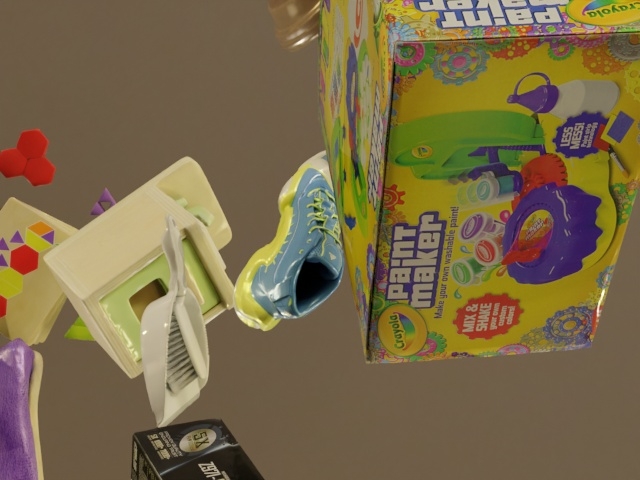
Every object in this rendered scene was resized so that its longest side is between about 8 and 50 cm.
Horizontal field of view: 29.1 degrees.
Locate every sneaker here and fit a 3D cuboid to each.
[{"bbox_3d":[0.000,0.000,1.398,0.091,0.240,0.126,39,-23,-32],"label":"sneaker"}]

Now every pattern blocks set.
[{"bbox_3d":[-0.417,0.040,1.721,0.285,0.026,0.325,43,-94,-9],"label":"pattern blocks set"}]

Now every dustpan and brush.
[{"bbox_3d":[-0.154,0.079,1.308,0.060,0.147,0.211,-15,-85,14],"label":"dustpan and brush"}]

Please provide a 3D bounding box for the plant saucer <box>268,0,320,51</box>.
[{"bbox_3d":[0.037,-0.295,1.119,0.041,0.278,0.278,35,-56,-17],"label":"plant saucer"}]

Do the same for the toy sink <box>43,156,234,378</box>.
[{"bbox_3d":[-0.199,0.033,1.555,0.131,0.234,0.153,36,-24,45],"label":"toy sink"}]

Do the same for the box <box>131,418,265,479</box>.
[{"bbox_3d":[-0.090,0.254,0.952,0.077,0.147,0.180,-6,-65,-25],"label":"box"}]

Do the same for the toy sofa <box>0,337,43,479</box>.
[{"bbox_3d":[-0.387,0.268,1.256,0.177,0.363,0.150,-19,-24,20],"label":"toy sofa"}]

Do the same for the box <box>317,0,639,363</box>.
[{"bbox_3d":[0.103,-0.112,0.889,0.177,0.279,0.290,-3,-44,-6],"label":"box"}]
